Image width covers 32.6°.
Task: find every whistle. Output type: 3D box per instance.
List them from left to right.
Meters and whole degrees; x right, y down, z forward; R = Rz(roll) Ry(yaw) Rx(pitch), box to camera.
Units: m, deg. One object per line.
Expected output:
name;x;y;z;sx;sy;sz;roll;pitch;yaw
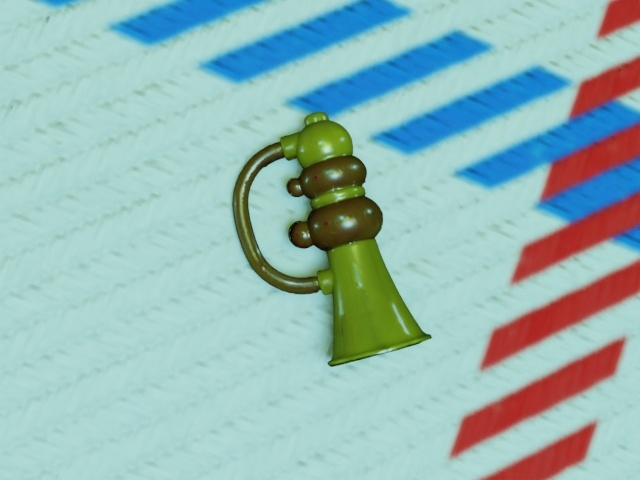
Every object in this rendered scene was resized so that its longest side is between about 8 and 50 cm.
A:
whistle;0.003;0.001;0.475;0.046;0.057;0.109;-10;77;-56
